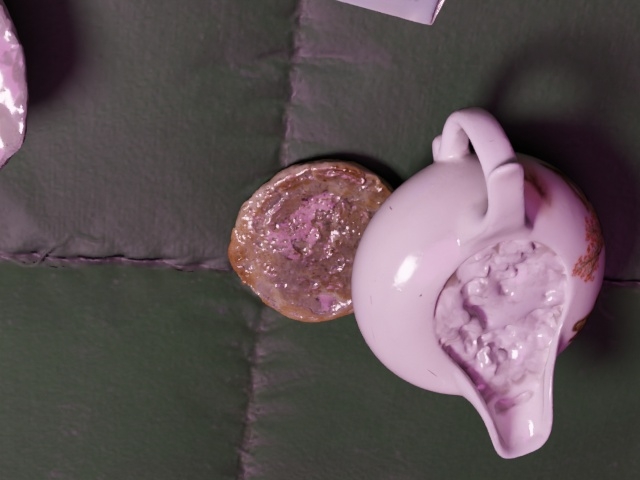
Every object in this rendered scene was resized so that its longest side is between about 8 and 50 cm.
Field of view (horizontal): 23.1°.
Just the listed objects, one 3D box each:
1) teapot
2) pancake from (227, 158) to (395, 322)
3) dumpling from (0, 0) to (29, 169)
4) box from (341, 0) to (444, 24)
[{"bbox_3d":[0.124,0.024,1.201,0.204,0.139,0.298,-19,126,-5],"label":"teapot"},{"bbox_3d":[0.000,0.000,1.255,0.152,0.025,0.151,-3,123,-5],"label":"pancake"},{"bbox_3d":[-0.341,-0.137,1.080,0.293,0.163,0.204,14,85,-13],"label":"dumpling"},{"bbox_3d":[-0.043,-0.232,1.042,0.269,0.135,0.079,13,119,-13],"label":"box"}]
